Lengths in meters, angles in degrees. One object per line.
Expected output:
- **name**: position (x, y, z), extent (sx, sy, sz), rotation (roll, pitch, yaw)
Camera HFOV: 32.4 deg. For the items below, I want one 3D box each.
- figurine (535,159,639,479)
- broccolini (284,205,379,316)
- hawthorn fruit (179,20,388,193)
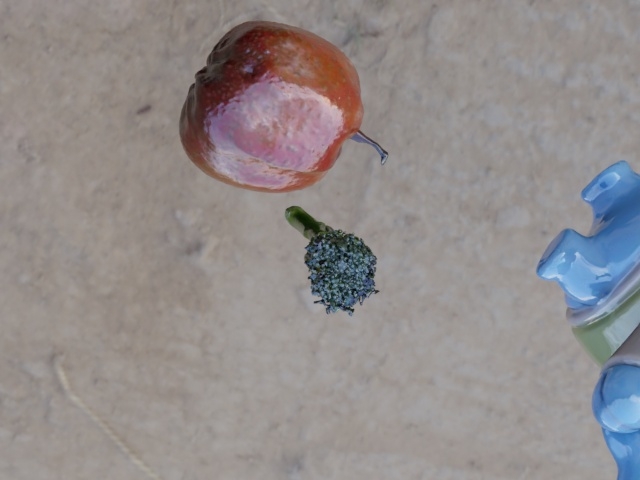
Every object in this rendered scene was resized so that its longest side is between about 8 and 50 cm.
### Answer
- **figurine**: position (0.197, 0.084, 0.556), extent (0.154, 0.180, 0.262), rotation (-41, 77, 24)
- **broccolini**: position (0.000, 0.000, 0.800), extent (0.054, 0.239, 0.051), rotation (35, 96, -13)
- **hawthorn fruit**: position (-0.026, -0.113, 1.006), extent (0.193, 0.157, 0.157), rotation (19, 140, -13)
